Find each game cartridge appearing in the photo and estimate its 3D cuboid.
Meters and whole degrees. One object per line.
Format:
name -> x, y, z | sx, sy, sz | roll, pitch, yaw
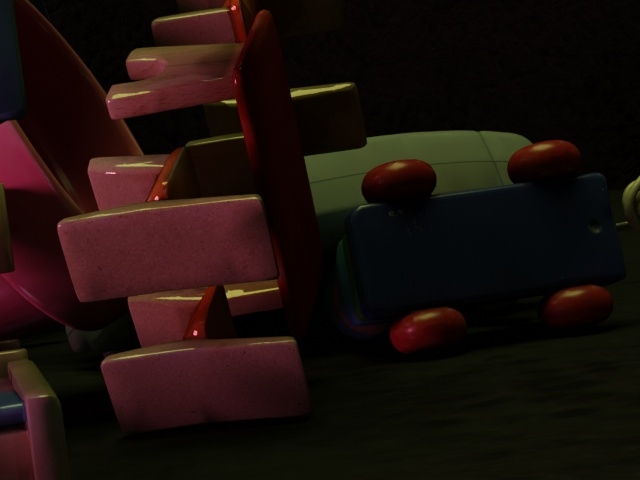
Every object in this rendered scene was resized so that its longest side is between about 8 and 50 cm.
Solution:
game cartridge -> 0.000, 0.000, 1.124 | 0.294, 0.060, 0.196 | -9, -18, -34

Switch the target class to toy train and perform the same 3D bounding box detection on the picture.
toy train -> 0.127, 0.008, 1.026 | 0.248, 0.105, 0.143 | -8, -11, -14

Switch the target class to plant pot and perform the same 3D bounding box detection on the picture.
plant pot -> -0.202, -0.017, 0.928 | 0.180, 0.201, 0.201 | -32, -1, 10

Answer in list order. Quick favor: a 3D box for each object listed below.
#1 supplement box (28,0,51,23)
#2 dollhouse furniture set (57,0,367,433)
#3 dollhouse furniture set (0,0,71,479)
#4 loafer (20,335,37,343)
supplement box -> -0.352, -0.065, 1.359 | 0.194, 0.195, 0.356 | -7, 28, 22
dollhouse furniture set -> -0.030, -0.077, 0.838 | 0.135, 0.259, 0.262 | -6, 31, 12
dollhouse furniture set -> -0.220, -0.041, 0.675 | 0.198, 0.303, 0.286 | -7, 3, -13
loafer -> -0.255, 0.069, 1.327 | 0.125, 0.045, 0.039 | -14, 20, -7
